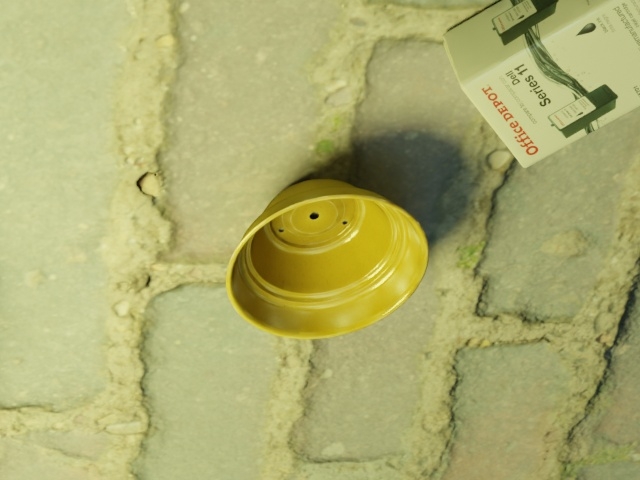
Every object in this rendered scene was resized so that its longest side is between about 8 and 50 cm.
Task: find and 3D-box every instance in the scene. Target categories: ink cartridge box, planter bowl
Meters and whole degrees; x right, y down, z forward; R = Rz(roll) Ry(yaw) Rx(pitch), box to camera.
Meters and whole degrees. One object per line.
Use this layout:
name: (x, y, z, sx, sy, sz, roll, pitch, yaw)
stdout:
ink cartridge box: (0.249, -0.186, 1.926, 0.208, 0.087, 0.153, -29, 134, 16)
planter bowl: (0.000, 0.000, 2.047, 0.217, 0.090, 0.217, -8, 137, -8)
